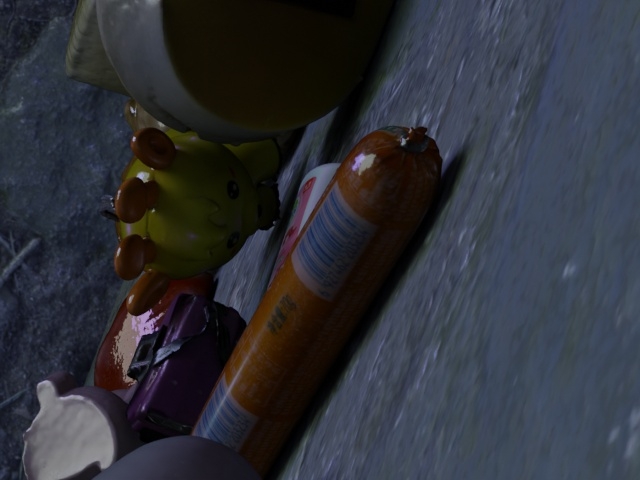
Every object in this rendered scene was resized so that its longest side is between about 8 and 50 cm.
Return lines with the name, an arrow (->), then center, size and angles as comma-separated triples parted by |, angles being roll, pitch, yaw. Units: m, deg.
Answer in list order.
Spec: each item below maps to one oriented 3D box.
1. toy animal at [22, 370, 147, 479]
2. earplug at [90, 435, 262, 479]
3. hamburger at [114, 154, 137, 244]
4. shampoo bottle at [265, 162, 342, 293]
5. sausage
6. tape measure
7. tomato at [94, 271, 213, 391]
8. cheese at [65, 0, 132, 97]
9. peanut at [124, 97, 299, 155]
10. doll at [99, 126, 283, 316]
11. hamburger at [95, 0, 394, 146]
toy animal -> -0.154, 0.172, 1.591 | 0.212, 0.124, 0.124 | 13, -80, -65
earplug -> -0.096, 0.206, 0.855 | 0.301, 0.172, 0.172 | -69, 6, -47
hamburger -> -0.136, -0.053, 1.921 | 0.262, 0.124, 0.131 | 119, 169, -49
shampoo bottle -> 0.000, 0.000, 1.132 | 0.072, 0.043, 0.099 | 124, 166, -57
sausage -> -0.014, 0.053, 1.045 | 0.053, 0.053, 0.348 | -76, 11, -45
tape measure -> -0.103, 0.098, 1.456 | 0.125, 0.074, 0.118 | 136, 156, -66
tomato -> -0.175, 0.110, 1.898 | 0.166, 0.082, 0.174 | 128, 165, -61
cheese -> -0.190, -0.270, 2.441 | 0.265, 0.242, 0.124 | 129, 152, -66
peanut -> -0.097, -0.143, 1.734 | 0.233, 0.110, 0.197 | -29, 62, 34
doll -> -0.109, -0.032, 1.479 | 0.221, 0.135, 0.143 | -38, -44, -65
hamburger -> -0.047, -0.216, 1.411 | 0.151, 0.227, 0.295 | 22, 87, 59
